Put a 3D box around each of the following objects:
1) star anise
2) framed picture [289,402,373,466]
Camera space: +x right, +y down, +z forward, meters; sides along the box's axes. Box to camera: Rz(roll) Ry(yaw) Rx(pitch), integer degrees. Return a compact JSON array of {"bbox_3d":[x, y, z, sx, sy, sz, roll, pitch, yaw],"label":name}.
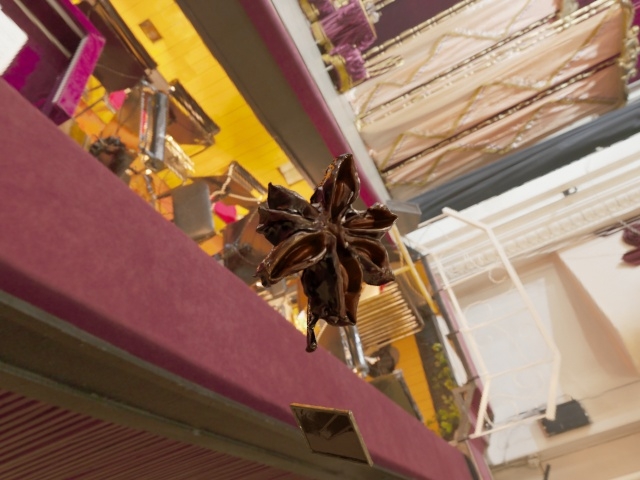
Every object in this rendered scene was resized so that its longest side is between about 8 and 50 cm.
[{"bbox_3d":[0.000,0.000,0.605,0.220,0.126,0.190,-37,104,-33],"label":"star anise"},{"bbox_3d":[0.010,0.204,0.503,0.007,0.089,0.066,-31,103,-45],"label":"framed picture"}]
